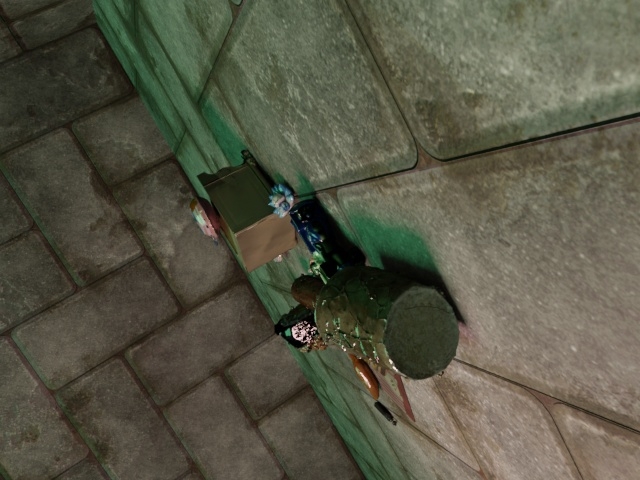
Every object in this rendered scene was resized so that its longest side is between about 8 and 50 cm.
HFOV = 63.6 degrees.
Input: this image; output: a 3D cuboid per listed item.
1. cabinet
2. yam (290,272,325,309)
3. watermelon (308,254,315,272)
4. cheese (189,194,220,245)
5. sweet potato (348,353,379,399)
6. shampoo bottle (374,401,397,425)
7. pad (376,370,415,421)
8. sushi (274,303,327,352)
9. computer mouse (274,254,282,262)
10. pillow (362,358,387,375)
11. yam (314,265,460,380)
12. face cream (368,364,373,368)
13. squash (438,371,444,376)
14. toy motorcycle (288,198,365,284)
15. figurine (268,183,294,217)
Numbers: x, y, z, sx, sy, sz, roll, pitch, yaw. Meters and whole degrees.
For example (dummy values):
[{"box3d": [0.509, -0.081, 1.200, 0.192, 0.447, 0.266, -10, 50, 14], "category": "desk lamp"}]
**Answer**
[{"box3d": [-0.268, -0.109, 1.921, 0.318, 0.228, 0.289, 53, 164, 26], "category": "cabinet"}, {"box3d": [-0.016, 0.198, 1.920, 0.131, 0.131, 0.280, 62, 163, -14], "category": "yam"}, {"box3d": [-0.025, 0.099, 1.862, 0.085, 0.061, 0.085, 42, 150, 32], "category": "watermelon"}, {"box3d": [-0.418, -0.070, 1.902, 0.188, 0.074, 0.286, 58, 165, 19], "category": "cheese"}, {"box3d": [0.170, 0.521, 2.080, 0.255, 0.058, 0.078, 58, -175, 13], "category": "sweet potato"}, {"box3d": [0.278, 0.740, 2.210, 0.048, 0.027, 0.137, 53, 170, -35], "category": "shampoo bottle"}, {"box3d": [0.258, 0.523, 1.910, 0.202, 0.005, 0.299, 37, 154, 51], "category": "pad"}, {"box3d": [-0.048, 0.383, 2.198, 0.218, 0.225, 0.238, 55, -161, -20], "category": "sushi"}, {"box3d": [-0.231, -0.013, 2.275, 0.245, 0.056, 0.126, 56, 164, 7], "category": "computer mouse"}, {"box3d": [0.146, 0.308, 1.655, 0.212, 0.052, 0.208, 34, 133, 32], "category": "pillow"}, {"box3d": [0.148, 0.190, 1.230, 0.240, 0.241, 0.348, 63, 159, -15], "category": "yam"}, {"box3d": [0.129, 0.304, 1.765, 0.283, 0.073, 0.073, 57, 164, 2], "category": "face cream"}, {"box3d": [0.226, 0.277, 1.444, 0.071, 0.080, 0.318, 18, -158, -49], "category": "squash"}, {"box3d": [0.000, 0.000, 1.521, 0.331, 0.125, 0.196, 53, 164, 32], "category": "toy motorcycle"}, {"box3d": [-0.134, -0.142, 1.713, 0.114, 0.079, 0.114, 21, 122, 38], "category": "figurine"}]
